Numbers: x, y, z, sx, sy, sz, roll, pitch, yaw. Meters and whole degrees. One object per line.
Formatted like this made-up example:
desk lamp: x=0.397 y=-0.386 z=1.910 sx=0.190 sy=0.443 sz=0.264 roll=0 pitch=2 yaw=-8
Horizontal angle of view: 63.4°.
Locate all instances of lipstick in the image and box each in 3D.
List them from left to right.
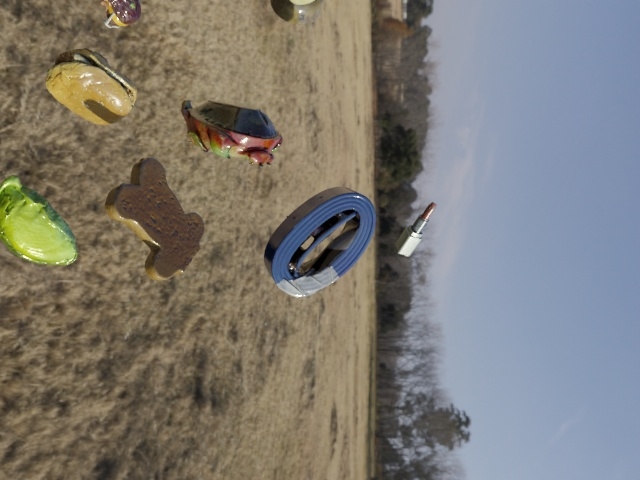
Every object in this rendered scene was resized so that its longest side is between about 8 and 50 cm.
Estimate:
lipstick: x=0.157 y=-0.021 z=0.840 sx=0.025 sy=0.025 sz=0.107 roll=-102 pitch=-149 yaw=-47

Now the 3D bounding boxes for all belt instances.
belt: x=0.000 y=0.000 z=1.468 sx=0.212 sy=0.347 sz=0.117 roll=48 pitch=-3 yaw=-24

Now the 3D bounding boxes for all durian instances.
durian: x=-0.695 y=-0.032 z=1.250 sx=0.139 sy=0.101 sz=0.250 roll=-43 pitch=125 yaw=-15

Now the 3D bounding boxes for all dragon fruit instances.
dragon fruit: x=-0.222 y=-0.278 z=1.323 sx=0.295 sy=0.269 sz=0.129 roll=-125 pitch=-137 yaw=-69

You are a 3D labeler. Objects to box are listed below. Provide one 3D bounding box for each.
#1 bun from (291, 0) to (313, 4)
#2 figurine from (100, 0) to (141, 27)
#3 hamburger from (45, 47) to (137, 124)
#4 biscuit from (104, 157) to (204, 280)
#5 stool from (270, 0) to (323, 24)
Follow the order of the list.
bun: x=-0.063 y=-0.746 z=1.368 sx=0.229 sy=0.145 sz=0.229 roll=56 pitch=11 yaw=-17
figurine: x=-0.578 y=-0.699 z=1.399 sx=0.240 sy=0.116 sz=0.174 roll=60 pitch=15 yaw=-15
hamburger: x=-0.811 y=-0.536 z=1.836 sx=0.283 sy=0.260 sz=0.144 roll=39 pitch=52 yaw=-34
biscuit: x=-0.592 y=-0.063 z=1.869 sx=0.394 sy=0.076 sz=0.368 roll=59 pitch=31 yaw=-30
stool: x=-0.051 y=-0.863 z=1.677 sx=0.264 sy=0.179 sz=0.179 roll=125 pitch=-27 yaw=-61
